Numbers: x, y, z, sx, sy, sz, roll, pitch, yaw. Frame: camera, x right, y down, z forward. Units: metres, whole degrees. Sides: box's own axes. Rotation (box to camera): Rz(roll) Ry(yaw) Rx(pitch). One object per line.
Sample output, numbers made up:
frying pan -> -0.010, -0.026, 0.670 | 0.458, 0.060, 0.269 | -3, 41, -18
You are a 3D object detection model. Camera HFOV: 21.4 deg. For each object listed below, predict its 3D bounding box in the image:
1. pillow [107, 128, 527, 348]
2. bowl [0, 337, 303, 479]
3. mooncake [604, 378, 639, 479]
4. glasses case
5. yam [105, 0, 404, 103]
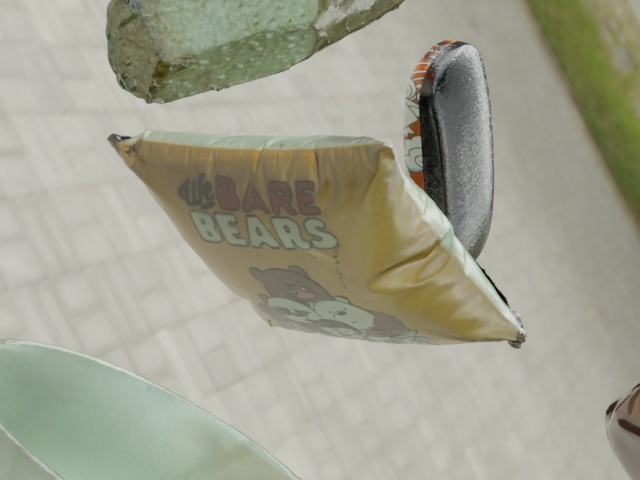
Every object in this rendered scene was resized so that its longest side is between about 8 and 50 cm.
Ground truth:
pillow -> 0.000, 0.000, 1.564 | 0.312, 0.310, 0.119 | 52, 55, -42
bowl -> -0.142, 0.207, 1.168 | 0.307, 0.163, 0.307 | 31, 11, -7
mooncake -> 0.331, 0.081, 1.062 | 0.174, 0.333, 0.326 | 145, -60, -75
glasses case -> 0.132, -0.079, 1.722 | 0.103, 0.067, 0.267 | -45, 140, -41
yam -> -0.036, -0.172, 1.198 | 0.259, 0.106, 0.106 | -35, 97, -47
